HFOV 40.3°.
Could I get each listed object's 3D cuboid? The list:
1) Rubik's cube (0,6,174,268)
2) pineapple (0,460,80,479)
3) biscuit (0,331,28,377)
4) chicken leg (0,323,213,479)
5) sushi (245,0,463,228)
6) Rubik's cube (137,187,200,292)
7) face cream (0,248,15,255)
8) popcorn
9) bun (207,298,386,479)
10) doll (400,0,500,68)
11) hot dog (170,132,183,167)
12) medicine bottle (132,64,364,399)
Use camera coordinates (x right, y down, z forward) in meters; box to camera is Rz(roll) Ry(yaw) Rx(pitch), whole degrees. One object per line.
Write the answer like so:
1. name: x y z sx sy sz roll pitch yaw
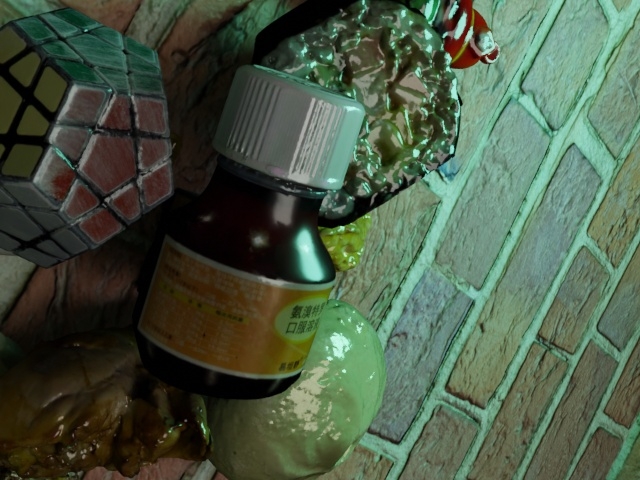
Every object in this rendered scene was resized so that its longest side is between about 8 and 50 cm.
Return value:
1. Rubik's cube: -0.321 -0.124 1.075 0.319 0.319 0.264 -37 102 -26
2. pineapple: -0.421 0.374 1.280 0.250 0.140 0.164 25 88 -42
3. biscuit: -0.521 0.180 1.153 0.329 0.078 0.335 -17 117 -34
4. chicken leg: -0.257 0.213 1.226 0.409 0.295 0.182 -40 144 -63
5. sushi: 0.018 -0.202 1.343 0.328 0.285 0.328 -34 106 -13
6. Rubik's cube: -0.152 0.037 1.356 0.167 0.180 0.183 16 93 -46
7. face cream: -0.440 -0.018 1.159 0.182 0.051 0.072 16 99 -44
8. popcorn: 0.009 -0.017 1.515 0.194 0.140 0.163 30 91 -47
9. bun: -0.016 0.279 1.461 0.364 0.202 0.364 -45 167 -14
10. doll: 0.164 -0.380 1.478 0.363 0.160 0.182 19 91 -27
11. hot dog: -0.248 -0.100 1.321 0.137 0.028 0.044 -59 142 -9
12. medicine bottle: -0.086 -0.015 1.098 0.242 0.242 0.395 1 112 -43
